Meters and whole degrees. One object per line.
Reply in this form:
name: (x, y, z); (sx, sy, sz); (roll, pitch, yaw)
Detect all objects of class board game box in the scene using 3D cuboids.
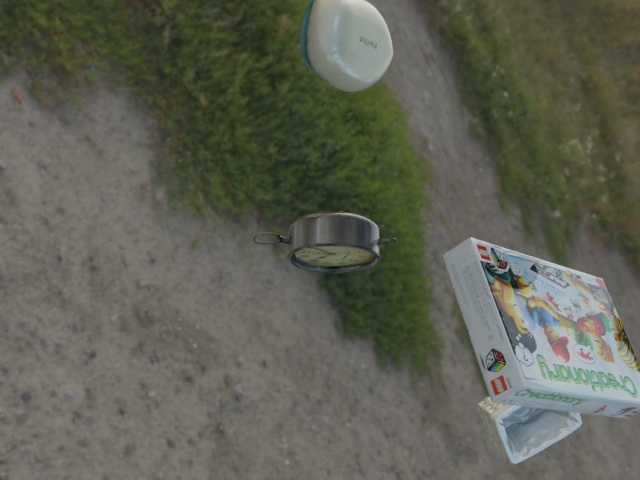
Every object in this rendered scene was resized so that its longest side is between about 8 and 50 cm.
board game box: (0.290, 0.116, 1.129); (0.305, 0.053, 0.192); (14, 50, -42)

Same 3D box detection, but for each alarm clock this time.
alarm clock: (0.000, 0.000, 1.268); (0.192, 0.129, 0.064); (3, 71, -14)

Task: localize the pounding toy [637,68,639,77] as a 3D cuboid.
pounding toy: (0.614, -0.239, 1.359); (0.110, 0.237, 0.182); (11, 59, -65)

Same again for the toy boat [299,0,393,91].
toy boat: (0.051, -0.461, 1.832); (0.267, 0.148, 0.318); (14, 84, -56)

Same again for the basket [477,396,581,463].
basket: (0.404, 0.340, 1.776); (0.113, 0.167, 0.103); (66, -12, -15)
